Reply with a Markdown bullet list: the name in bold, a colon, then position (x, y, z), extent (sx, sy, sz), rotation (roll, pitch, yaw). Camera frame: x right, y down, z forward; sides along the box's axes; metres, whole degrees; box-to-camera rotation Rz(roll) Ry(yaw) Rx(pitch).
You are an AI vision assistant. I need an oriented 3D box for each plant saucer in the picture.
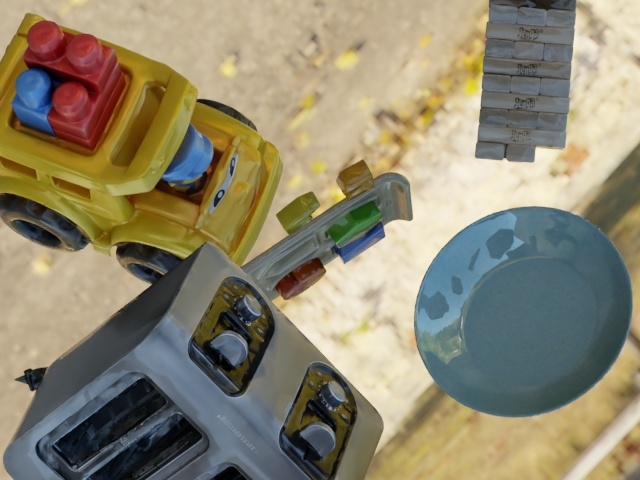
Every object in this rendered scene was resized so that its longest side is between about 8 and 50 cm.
- **plant saucer**: position (0.178, 0.066, 1.412), extent (0.195, 0.195, 0.037), rotation (-45, 148, -2)

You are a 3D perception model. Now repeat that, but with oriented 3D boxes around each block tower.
- **block tower**: position (0.213, -0.245, 1.629), extent (0.097, 0.091, 0.335), rotation (-16, 111, -84)

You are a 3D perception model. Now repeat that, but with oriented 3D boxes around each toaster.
- **toaster**: position (-0.084, 0.120, 0.987), extent (0.186, 0.168, 0.110), rotation (-36, -166, 25)

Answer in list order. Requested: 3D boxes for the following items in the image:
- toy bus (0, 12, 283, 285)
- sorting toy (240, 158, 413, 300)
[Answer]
- **toy bus**: position (-0.147, -0.078, 1.199), extent (0.211, 0.220, 0.149), rotation (92, 20, -69)
- **sorting toy**: position (0.000, 0.000, 1.796), extent (0.229, 0.041, 0.307), rotation (-29, 168, -2)
